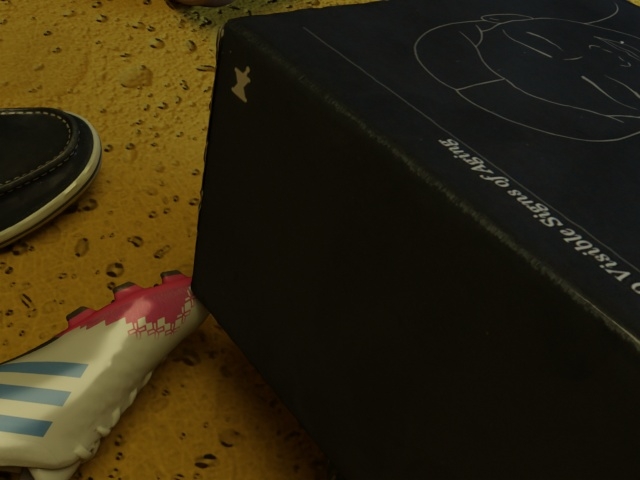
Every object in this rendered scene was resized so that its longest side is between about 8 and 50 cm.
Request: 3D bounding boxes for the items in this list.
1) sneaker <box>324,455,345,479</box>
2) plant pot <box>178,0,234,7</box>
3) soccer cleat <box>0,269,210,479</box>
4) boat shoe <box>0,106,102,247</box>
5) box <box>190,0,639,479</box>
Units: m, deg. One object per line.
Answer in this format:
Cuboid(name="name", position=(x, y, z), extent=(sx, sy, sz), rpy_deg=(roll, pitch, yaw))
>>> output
Cuboid(name="sneaker", position=(0.070, 0.202, 0.702), extent=(0.132, 0.086, 0.228), rpy_deg=(0, 51, -21))
Cuboid(name="plant pot", position=(-0.114, -0.502, 1.141), extent=(0.229, 0.263, 0.263), rpy_deg=(-8, 53, -44))
Cuboid(name="soccer cleat", position=(-0.226, 0.146, 0.654), extent=(0.331, 0.116, 0.143), rpy_deg=(-25, 78, -30))
Cuboid(name="boat shoe", position=(-0.469, -0.069, 0.714), extent=(0.500, 0.156, 0.186), rpy_deg=(-14, 55, -28))
Cuboid(name="box", position=(0.219, 0.016, 0.606), extent=(0.472, 0.297, 0.480), rpy_deg=(-18, 48, -36))
